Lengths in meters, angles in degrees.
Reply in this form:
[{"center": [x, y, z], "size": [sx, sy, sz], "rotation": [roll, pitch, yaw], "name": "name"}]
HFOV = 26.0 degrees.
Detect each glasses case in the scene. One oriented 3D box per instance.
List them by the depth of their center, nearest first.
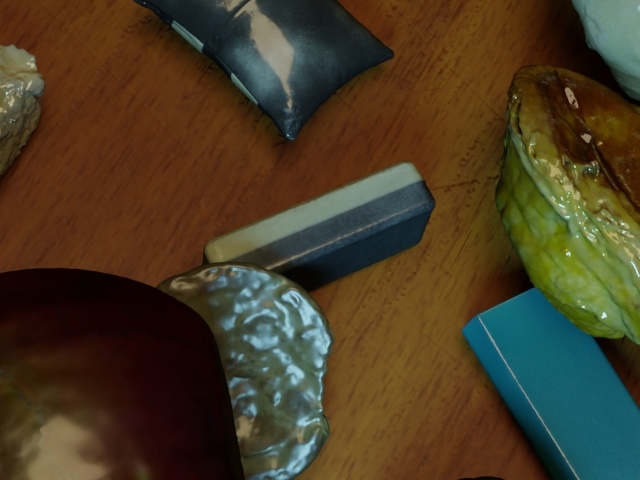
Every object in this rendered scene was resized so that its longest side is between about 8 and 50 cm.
[{"center": [0.269, 0.194, 1.429], "size": [0.117, 0.070, 0.301], "rotation": [-22, 71, -27], "name": "glasses case"}]

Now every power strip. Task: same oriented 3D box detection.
[{"center": [0.000, 0.000, 1.440], "size": [0.256, 0.105, 0.070], "rotation": [-21, 71, -17], "name": "power strip"}]

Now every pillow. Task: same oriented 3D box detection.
[{"center": [-0.060, -0.241, 1.528], "size": [0.250, 0.106, 0.186], "rotation": [42, 61, 6], "name": "pillow"}]

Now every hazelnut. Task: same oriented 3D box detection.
[{"center": [-0.228, 0.240, 1.171], "size": [0.402, 0.402, 0.429], "rotation": [-14, 84, -14], "name": "hazelnut"}]

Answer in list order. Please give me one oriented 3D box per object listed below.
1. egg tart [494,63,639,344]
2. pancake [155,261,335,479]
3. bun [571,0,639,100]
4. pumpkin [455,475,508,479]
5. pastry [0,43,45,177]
[{"center": [0.303, -0.030, 1.458], "size": [0.351, 0.153, 0.339], "rotation": [48, 34, 2], "name": "egg tart"}, {"center": [-0.089, 0.136, 1.353], "size": [0.222, 0.042, 0.236], "rotation": [-17, 102, 3], "name": "pancake"}, {"center": [0.411, -0.289, 1.568], "size": [0.361, 0.213, 0.361], "rotation": [12, 60, -21], "name": "bun"}, {"center": [0.138, 0.357, 1.285], "size": [0.260, 0.189, 0.260], "rotation": [11, 69, -29], "name": "pumpkin"}, {"center": [-0.379, -0.092, 1.425], "size": [0.121, 0.089, 0.258], "rotation": [25, 65, -3], "name": "pastry"}]
